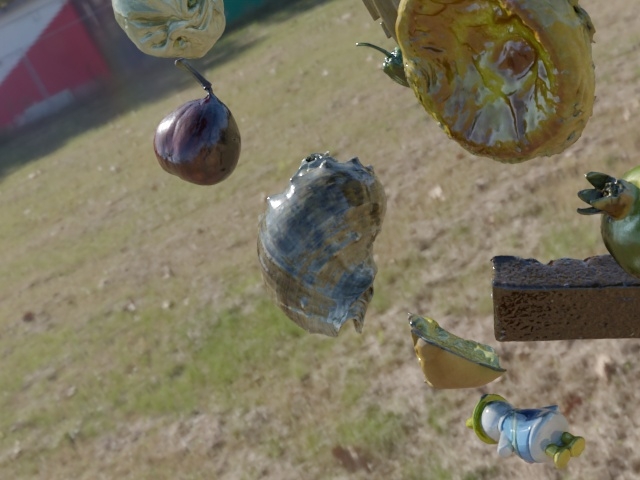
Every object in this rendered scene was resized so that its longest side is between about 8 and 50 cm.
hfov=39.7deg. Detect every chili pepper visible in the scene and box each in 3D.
[{"bbox_3d":[0.169,-0.323,1.688,0.073,0.204,0.072,-35,43,43],"label":"chili pepper"}]

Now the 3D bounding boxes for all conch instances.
[{"bbox_3d":[-0.008,-0.012,1.240,0.210,0.159,0.291,-21,45,18],"label":"conch"}]

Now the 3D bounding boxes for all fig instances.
[{"bbox_3d":[-0.252,-0.247,1.948,0.203,0.186,0.250,27,98,53],"label":"fig"}]

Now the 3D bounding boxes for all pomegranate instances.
[{"bbox_3d":[0.506,-0.026,1.349,0.245,0.198,0.198,-7,8,-31],"label":"pomegranate"}]

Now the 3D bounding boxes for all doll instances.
[{"bbox_3d":[0.355,0.333,1.583,0.241,0.098,0.135,3,60,60],"label":"doll"}]

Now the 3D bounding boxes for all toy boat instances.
[{"bbox_3d":[0.096,-0.332,1.234,0.064,0.206,0.072,-38,19,-26],"label":"toy boat"}]

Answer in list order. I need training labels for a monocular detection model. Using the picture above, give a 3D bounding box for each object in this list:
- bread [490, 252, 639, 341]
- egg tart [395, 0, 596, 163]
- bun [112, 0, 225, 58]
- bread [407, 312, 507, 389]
[{"bbox_3d":[0.534,0.105,1.681,0.416,0.165,0.113,-2,42,10],"label":"bread"},{"bbox_3d":[0.225,-0.233,1.094,0.116,0.295,0.294,-39,23,-30],"label":"egg tart"},{"bbox_3d":[-0.275,-0.445,1.669,0.145,0.229,0.229,4,35,47],"label":"bun"},{"bbox_3d":[0.291,0.282,2.082,0.133,0.251,0.174,-61,13,17],"label":"bread"}]
